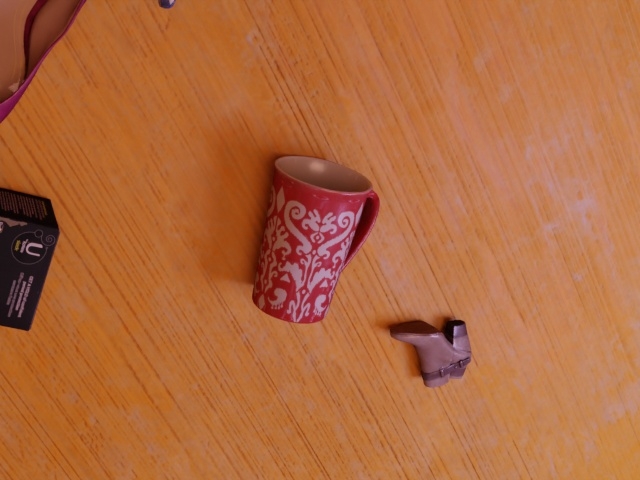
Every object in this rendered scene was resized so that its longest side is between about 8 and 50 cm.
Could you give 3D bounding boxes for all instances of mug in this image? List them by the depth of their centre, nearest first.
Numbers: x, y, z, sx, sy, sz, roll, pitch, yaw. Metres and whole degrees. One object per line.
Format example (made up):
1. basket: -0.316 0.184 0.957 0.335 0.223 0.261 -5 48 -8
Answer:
1. mug: 0.001 0.004 1.258 0.150 0.113 0.169 8 111 -20

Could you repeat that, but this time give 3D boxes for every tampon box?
1. tampon box: -0.369 0.008 1.135 0.161 0.101 0.120 15 105 -24

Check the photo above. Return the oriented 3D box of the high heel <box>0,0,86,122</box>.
1. high heel: -0.299 -0.210 1.030 0.127 0.181 0.377 27 100 -26

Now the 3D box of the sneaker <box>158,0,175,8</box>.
1. sneaker: -0.175 -0.305 1.116 0.058 0.052 0.135 -7 105 -5

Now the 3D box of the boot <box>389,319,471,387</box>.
1. boot: 0.141 0.147 1.398 0.118 0.042 0.087 -3 113 -17
